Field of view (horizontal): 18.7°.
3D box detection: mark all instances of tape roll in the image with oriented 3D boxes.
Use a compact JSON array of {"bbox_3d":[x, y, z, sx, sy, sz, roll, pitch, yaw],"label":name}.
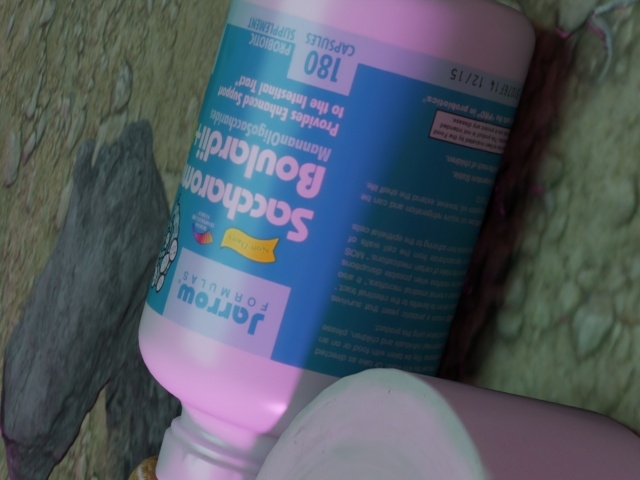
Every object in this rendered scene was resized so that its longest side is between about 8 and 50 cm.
[{"bbox_3d":[0.043,0.199,0.787,0.286,0.100,0.286,-43,40,51],"label":"tape roll"}]

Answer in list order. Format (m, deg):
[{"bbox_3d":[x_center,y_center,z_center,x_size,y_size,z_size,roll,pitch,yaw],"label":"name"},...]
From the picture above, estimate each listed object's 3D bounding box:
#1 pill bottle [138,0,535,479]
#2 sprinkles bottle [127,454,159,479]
[{"bbox_3d":[0.000,0.000,0.930,0.146,0.146,0.264,27,102,65],"label":"pill bottle"},{"bbox_3d":[-0.094,0.291,1.010,0.121,0.121,0.355,42,115,63],"label":"sprinkles bottle"}]
